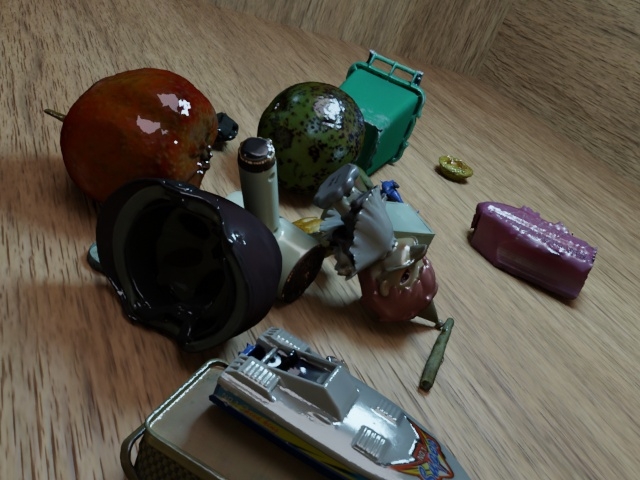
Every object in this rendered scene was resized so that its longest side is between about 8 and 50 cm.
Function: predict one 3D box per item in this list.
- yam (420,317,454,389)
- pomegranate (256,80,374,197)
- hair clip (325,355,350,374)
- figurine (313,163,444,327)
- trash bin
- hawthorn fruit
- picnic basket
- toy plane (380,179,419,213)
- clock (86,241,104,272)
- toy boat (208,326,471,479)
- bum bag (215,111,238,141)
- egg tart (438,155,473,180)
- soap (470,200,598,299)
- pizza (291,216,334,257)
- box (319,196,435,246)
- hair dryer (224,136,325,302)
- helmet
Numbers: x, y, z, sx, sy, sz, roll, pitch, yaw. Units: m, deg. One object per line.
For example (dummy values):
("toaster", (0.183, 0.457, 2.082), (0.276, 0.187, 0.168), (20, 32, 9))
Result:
("yam", (0.218, 0.204, 1.187), (0.029, 0.027, 0.234), (27, 29, 11))
("pomegranate", (0.010, -0.216, 1.578), (0.340, 0.285, 0.285), (44, 18, -26))
("hair clip", (0.073, 0.271, 0.879), (0.173, 0.069, 0.300), (31, 9, -36))
("figurine", (0.128, 0.042, 1.183), (0.387, 0.166, 0.207), (53, 34, -20))
("trash bin", (0.128, -0.342, 1.840), (0.259, 0.295, 0.381), (26, 33, 8))
("hawthorn fruit", (-0.366, -0.197, 1.226), (0.330, 0.287, 0.287), (16, 27, 1))
("picnic basket", (-0.078, 0.272, 0.719), (0.266, 0.139, 0.165), (28, 27, 11))
("toy plane", (0.208, -0.114, 1.736), (0.062, 0.054, 0.167), (35, 15, -39))
("clock", (-0.349, 0.028, 1.088), (0.085, 0.017, 0.085), (18, 27, -9))
("toy boat", (0.035, 0.197, 0.688), (0.295, 0.088, 0.129), (29, 27, 13))
("bum bag", (-0.340, -0.275, 1.583), (0.326, 0.080, 0.142), (-5, 30, -36))
("egg tart", (0.435, -0.235, 2.113), (0.130, 0.052, 0.130), (18, 29, -10))
("soap", (0.537, 0.008, 1.672), (0.324, 0.127, 0.220), (28, 27, 12))
("pizza", (-0.001, 0.002, 1.306), (0.193, 0.069, 0.154), (9, 18, 31))
("box", (0.126, -0.024, 1.466), (0.225, 0.086, 0.129), (5, 33, -31))
("hair dryer", (-0.101, -0.054, 1.085), (0.203, 0.362, 0.128), (34, 63, 19))
("helmet", (-0.184, 0.024, 0.997), (0.305, 0.225, 0.177), (36, 25, 25))
